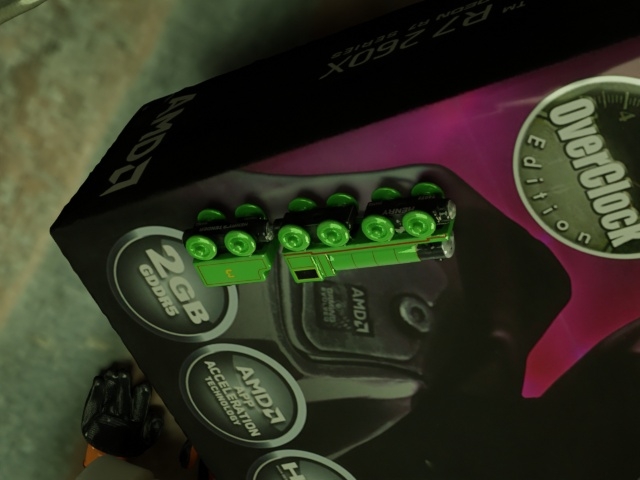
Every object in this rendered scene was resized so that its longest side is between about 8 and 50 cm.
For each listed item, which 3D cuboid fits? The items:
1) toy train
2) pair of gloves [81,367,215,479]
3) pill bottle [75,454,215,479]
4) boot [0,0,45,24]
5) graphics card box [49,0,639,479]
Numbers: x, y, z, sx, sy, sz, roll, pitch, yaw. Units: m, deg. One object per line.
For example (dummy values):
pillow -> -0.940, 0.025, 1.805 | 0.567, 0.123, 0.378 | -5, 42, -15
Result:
toy train -> 0.000, 0.000, 0.418 | 0.083, 0.017, 0.023 | -6, 129, 23
pair of gloves -> -0.068, 0.090, 0.675 | 0.083, 0.010, 0.074 | 17, 131, 3
pill bottle -> -0.016, 0.176, 0.637 | 0.216, 0.121, 0.121 | 23, 129, 10
boot -> -0.112, -0.178, 0.443 | 0.190, 0.076, 0.208 | -27, 118, 21
graphics card box -> 0.129, 0.017, 0.454 | 0.371, 0.094, 0.232 | -15, 119, 28
